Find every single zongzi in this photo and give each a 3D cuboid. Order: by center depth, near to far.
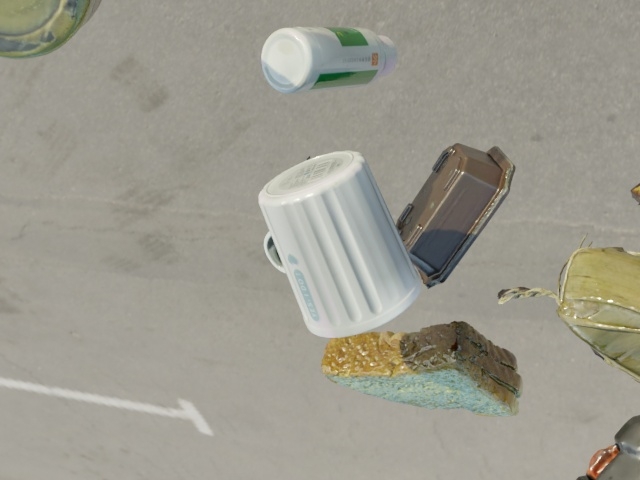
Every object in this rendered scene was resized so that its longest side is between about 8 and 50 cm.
[{"bbox_3d":[0.213,0.050,0.414,0.189,0.081,0.178,27,177,1],"label":"zongzi"}]

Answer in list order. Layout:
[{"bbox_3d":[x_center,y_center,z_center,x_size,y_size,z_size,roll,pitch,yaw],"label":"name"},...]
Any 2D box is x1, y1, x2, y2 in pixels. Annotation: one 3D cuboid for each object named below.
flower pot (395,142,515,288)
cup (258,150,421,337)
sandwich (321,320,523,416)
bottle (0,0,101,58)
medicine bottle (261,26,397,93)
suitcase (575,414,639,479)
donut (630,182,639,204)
[{"bbox_3d":[0.208,-0.056,1.257,0.084,0.179,0.251,28,110,-15],"label":"flower pot"},{"bbox_3d":[-0.001,0.007,0.995,0.221,0.167,0.202,-14,113,22],"label":"cup"},{"bbox_3d":[0.183,0.229,1.285,0.288,0.100,0.254,-11,149,36],"label":"sandwich"},{"bbox_3d":[-0.352,-0.339,0.936,0.171,0.351,0.172,-3,113,-8],"label":"bottle"},{"bbox_3d":[0.024,-0.274,1.135,0.095,0.260,0.095,10,107,35],"label":"medicine bottle"},{"bbox_3d":[0.201,0.278,0.485,0.066,0.285,0.206,33,-173,-39],"label":"suitcase"},{"bbox_3d":[0.645,-0.073,1.405,0.140,0.140,0.059,34,102,-17],"label":"donut"}]
